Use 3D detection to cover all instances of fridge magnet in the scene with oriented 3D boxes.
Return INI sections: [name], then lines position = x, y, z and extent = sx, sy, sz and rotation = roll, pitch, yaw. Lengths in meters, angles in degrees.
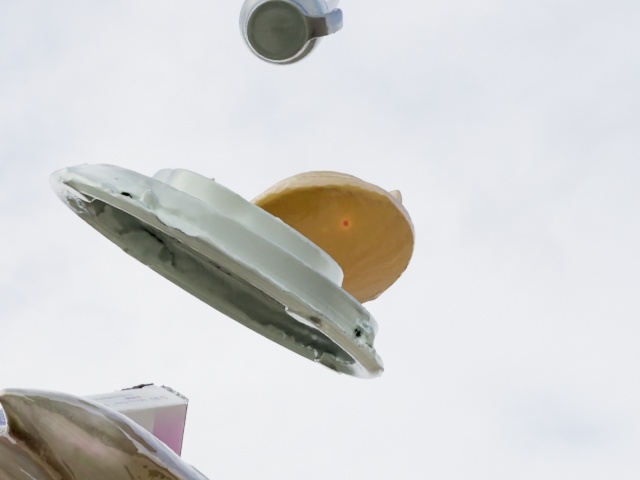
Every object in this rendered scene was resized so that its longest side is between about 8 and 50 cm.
[fridge magnet]
position = 0.000, 0.000, 1.133
extent = 0.143, 0.063, 0.143
rotation = -2, -42, -2

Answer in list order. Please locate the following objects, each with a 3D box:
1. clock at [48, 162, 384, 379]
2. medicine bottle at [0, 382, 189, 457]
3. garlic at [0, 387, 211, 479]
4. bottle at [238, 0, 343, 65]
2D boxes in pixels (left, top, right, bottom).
[clock]
position = -0.055, 0.008, 0.932
extent = 0.236, 0.053, 0.236
rotation = 31, -11, 6
[medicine bottle]
position = -0.208, 0.215, 1.279
extent = 0.052, 0.171, 0.201
rotation = 18, 14, 42
[garlic]
position = -0.184, 0.258, 1.033
extent = 0.325, 0.279, 0.132
rotation = 34, -23, -18
[bottle]
position = -0.020, -0.222, 1.439
extent = 0.096, 0.253, 0.079
rotation = 0, -73, 6
